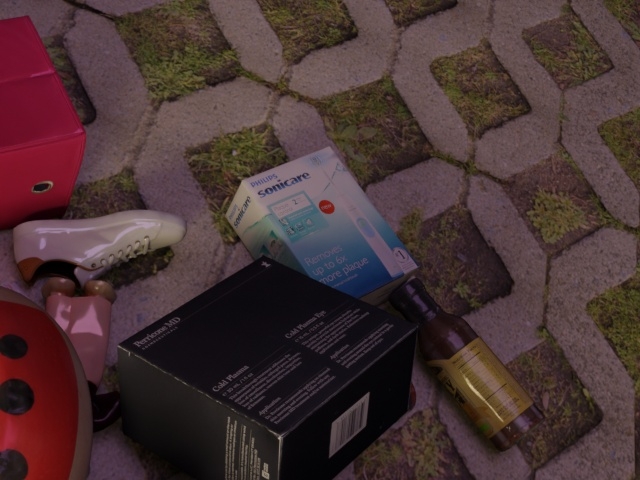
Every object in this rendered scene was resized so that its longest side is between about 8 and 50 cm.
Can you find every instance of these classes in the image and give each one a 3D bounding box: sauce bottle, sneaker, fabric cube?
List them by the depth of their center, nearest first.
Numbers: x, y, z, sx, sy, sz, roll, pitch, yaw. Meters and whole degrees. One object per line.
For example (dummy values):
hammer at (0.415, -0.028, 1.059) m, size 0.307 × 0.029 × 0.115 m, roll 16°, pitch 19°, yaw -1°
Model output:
fabric cube at (-0.563, -0.172, 1.648) m, size 0.258 × 0.254 × 0.259 m, roll -17°, pitch 67°, yaw -32°
sneaker at (-0.362, 0.026, 1.711) m, size 0.290 × 0.106 × 0.123 m, roll -7°, pitch 65°, yaw -16°
sauce bottle at (0.257, 0.219, 1.847) m, size 0.111 × 0.111 × 0.344 m, roll -28°, pitch 71°, yaw -35°

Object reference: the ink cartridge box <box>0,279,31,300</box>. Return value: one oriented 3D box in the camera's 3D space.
ink cartridge box at (-0.509, 0.098, 1.636) m, size 0.048 × 0.028 × 0.083 m, roll 45°, pitch 52°, yaw 8°

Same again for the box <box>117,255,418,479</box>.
box at (-0.076, 0.212, 1.555) m, size 0.312 × 0.179 × 0.343 m, roll 24°, pitch 36°, yaw 30°

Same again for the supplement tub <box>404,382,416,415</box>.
supplement tub at (0.063, 0.290, 1.716) m, size 0.198 × 0.106 × 0.106 m, roll -31°, pitch 74°, yaw -35°

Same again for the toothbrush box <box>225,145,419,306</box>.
toothbrush box at (0.000, 0.000, 1.867) m, size 0.216 × 0.126 × 0.295 m, roll -23°, pitch 69°, yaw -34°

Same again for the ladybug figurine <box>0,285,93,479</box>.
ladybug figurine at (-0.482, 0.237, 1.419) m, size 0.305 × 0.162 × 0.449 m, roll -22°, pitch 59°, yaw -7°

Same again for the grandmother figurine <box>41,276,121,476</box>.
grandmother figurine at (-0.382, 0.228, 1.570) m, size 0.207 × 0.104 × 0.342 m, roll 0°, pitch 59°, yaw 2°
